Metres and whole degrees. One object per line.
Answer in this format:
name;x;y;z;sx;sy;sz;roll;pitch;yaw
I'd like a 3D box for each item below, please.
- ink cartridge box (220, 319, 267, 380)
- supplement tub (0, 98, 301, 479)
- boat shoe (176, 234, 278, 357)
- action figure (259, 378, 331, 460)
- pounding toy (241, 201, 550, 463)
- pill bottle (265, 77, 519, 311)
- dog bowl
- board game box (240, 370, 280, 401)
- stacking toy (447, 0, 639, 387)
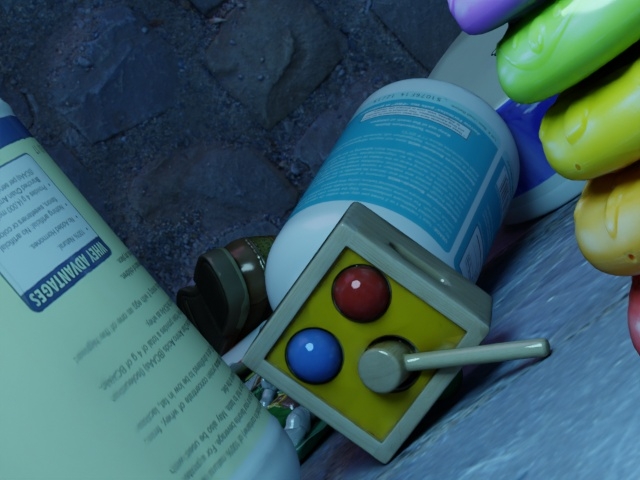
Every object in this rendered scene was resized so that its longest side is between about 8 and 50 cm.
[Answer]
ink cartridge box;-0.112;0.144;1.539;0.145;0.045;0.179;-39;-14;23
supplement tub;-0.158;0.108;0.710;0.235;0.325;0.235;-40;4;4
boat shoe;-0.091;0.075;1.644;0.104;0.111;0.307;-23;-8;-19
action figure;-0.008;0.118;1.113;0.137;0.063;0.232;-31;13;48
pounding toy;0.047;0.060;0.872;0.130;0.141;0.100;-54;1;15
pill bottle;0.050;0.001;1.065;0.146;0.146;0.264;-37;14;40
dog bowl;0.201;-0.146;1.240;0.265;0.104;0.265;-44;17;17
board game box;-0.032;0.126;1.425;0.259;0.030;0.136;-40;2;9
stacking toy;0.113;-0.087;0.497;0.165;0.302;0.175;-41;5;-14
